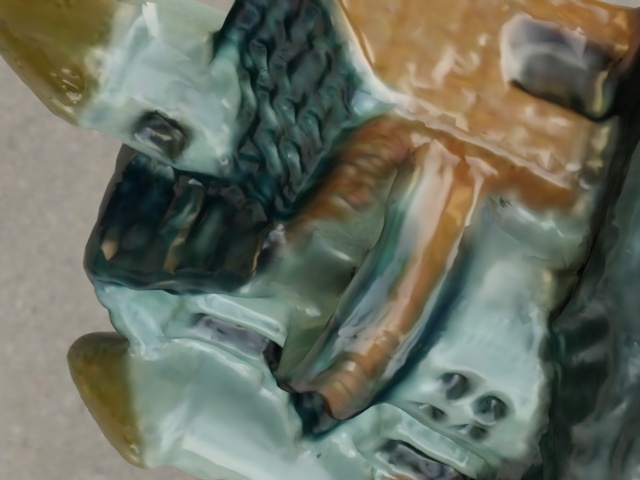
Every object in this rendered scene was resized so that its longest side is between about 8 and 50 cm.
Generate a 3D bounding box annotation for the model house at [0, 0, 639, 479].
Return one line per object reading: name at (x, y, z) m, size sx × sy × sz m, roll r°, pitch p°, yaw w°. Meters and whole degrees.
model house at (0.000, 0.000, 0.591) m, size 0.291 × 0.253 × 0.184 m, roll 26°, pitch 59°, yaw -7°
